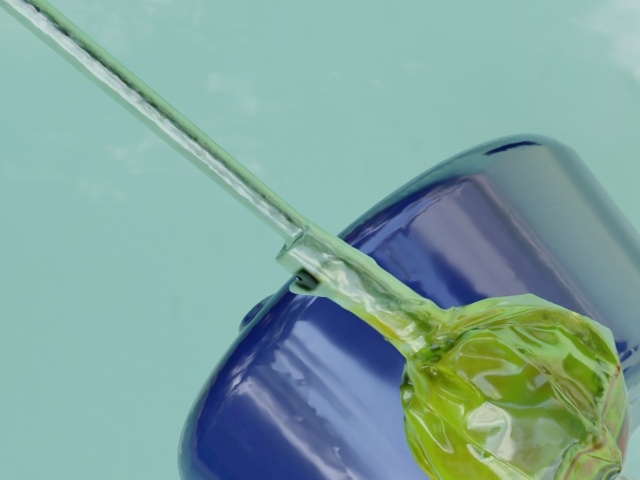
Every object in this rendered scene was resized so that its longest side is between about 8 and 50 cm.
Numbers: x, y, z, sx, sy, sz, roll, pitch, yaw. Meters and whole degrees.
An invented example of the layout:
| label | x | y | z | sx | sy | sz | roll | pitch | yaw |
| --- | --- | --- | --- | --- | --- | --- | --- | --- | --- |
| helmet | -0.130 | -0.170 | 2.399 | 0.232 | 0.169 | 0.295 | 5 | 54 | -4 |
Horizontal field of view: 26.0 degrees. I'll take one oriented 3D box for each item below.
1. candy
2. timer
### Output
| label | x | y | z | sx | sy | sz | roll | pitch | yaw |
| --- | --- | --- | --- | --- | --- | --- | --- | --- | --- |
| candy | 0.000 | 0.000 | 0.343 | 0.194 | 0.062 | 0.058 | 40 | 100 | -8 |
| timer | 0.143 | 0.164 | 0.671 | 0.383 | 0.270 | 0.270 | 47 | 108 | 20 |
